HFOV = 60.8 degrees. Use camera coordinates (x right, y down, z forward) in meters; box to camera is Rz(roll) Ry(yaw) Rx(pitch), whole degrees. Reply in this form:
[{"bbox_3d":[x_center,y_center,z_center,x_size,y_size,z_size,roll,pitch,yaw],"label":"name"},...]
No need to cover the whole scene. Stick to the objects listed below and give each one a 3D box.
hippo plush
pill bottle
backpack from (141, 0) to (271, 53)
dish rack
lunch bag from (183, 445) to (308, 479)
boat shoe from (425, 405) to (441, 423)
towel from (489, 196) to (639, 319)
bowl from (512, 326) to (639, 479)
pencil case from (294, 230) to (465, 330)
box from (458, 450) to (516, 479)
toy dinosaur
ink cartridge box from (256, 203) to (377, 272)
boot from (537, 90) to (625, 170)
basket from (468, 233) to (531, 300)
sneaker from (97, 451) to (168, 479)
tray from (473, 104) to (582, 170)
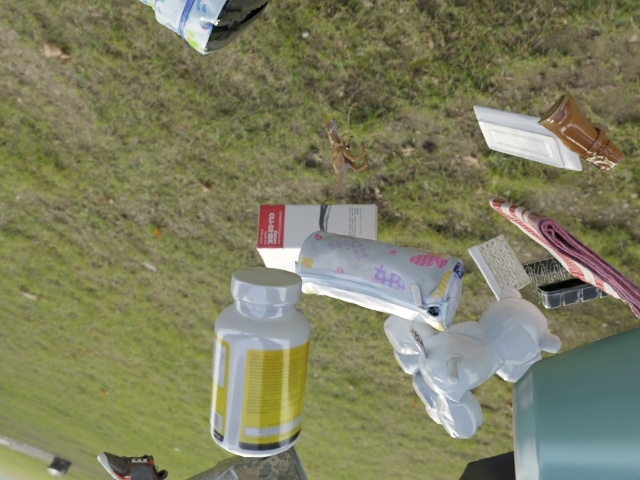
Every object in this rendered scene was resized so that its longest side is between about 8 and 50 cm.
[{"bbox_3d":[0.268,0.174,0.978,0.234,0.236,0.294,51,167,42],"label":"hippo plush"},{"bbox_3d":[-0.064,0.126,0.589,0.103,0.103,0.184,10,102,16],"label":"pill bottle"},{"bbox_3d":[-0.202,-0.527,1.087,0.273,0.355,0.290,27,138,-25],"label":"backpack"},{"bbox_3d":[0.683,0.097,1.562,0.208,0.271,0.074,-12,112,1],"label":"dish rack"},{"bbox_3d":[-0.121,0.543,0.996,0.169,0.287,0.235,-10,162,-47],"label":"lunch bag"},{"bbox_3d":[0.379,0.392,1.560,0.112,0.095,0.335,34,137,29],"label":"boat shoe"},{"bbox_3d":[0.426,0.015,0.974,0.237,0.037,0.329,38,-170,-4],"label":"towel"},{"bbox_3d":[0.301,0.245,0.593,0.163,0.311,0.311,-5,141,21],"label":"bowl"},{"bbox_3d":[0.095,0.063,0.892,0.273,0.124,0.113,14,129,27],"label":"pencil case"},{"bbox_3d":[0.433,0.731,1.024,0.297,0.472,0.480,-34,84,39],"label":"box"},{"bbox_3d":[0.053,-0.182,1.295,0.112,0.211,0.064,-5,170,16],"label":"toy dinosaur"},{"bbox_3d":[0.000,0.000,1.309,0.273,0.114,0.197,-1,160,4],"label":"ink cartridge box"},{"bbox_3d":[0.473,-0.188,0.975,0.152,0.197,0.073,46,114,13],"label":"boot"},{"bbox_3d":[0.497,0.070,1.517,0.103,0.167,0.113,-31,171,13],"label":"basket"},{"bbox_3d":[-0.359,0.435,1.054,0.061,0.065,0.158,15,150,47],"label":"sneaker"},{"bbox_3d":[0.476,-0.238,1.287,0.270,0.030,0.145,33,164,51],"label":"tray"}]
